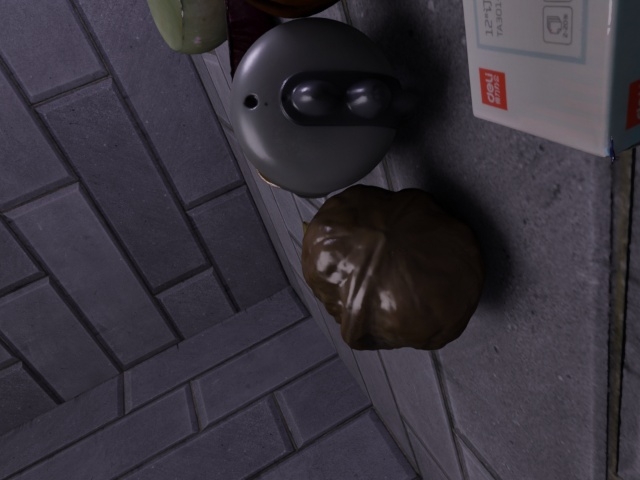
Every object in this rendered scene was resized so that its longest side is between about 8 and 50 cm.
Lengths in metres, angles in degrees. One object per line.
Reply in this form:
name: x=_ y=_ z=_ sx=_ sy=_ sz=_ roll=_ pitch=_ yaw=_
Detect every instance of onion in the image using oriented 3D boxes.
onion: x=-0.152 y=-0.462 z=1.031 sx=0.250 sy=0.111 sz=0.248 roll=-119 pitch=27 yaw=-80

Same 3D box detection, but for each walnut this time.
walnut: x=0.101 y=0.041 z=0.661 sx=0.273 sy=0.227 sz=0.273 roll=58 pitch=171 yaw=15

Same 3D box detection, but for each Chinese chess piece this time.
Chinese chess piece: x=-0.342 y=-0.656 z=1.160 sx=0.349 sy=0.146 sz=0.349 roll=45 pitch=148 yaw=38

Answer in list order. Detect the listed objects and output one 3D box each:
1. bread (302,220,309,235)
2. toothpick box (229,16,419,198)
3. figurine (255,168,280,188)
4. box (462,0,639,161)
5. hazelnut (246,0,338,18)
bread: x=0.000 y=0.000 z=1.508 sx=0.149 sy=0.065 sz=0.188 roll=95 pitch=151 yaw=-51
toothpick box: x=0.002 y=-0.163 z=0.618 sx=0.316 sy=0.229 sz=0.229 roll=-120 pitch=4 yaw=-83
figurine: x=-0.030 y=-0.212 z=0.877 sx=0.192 sy=0.167 sz=0.257 roll=-121 pitch=34 yaw=-42
box: x=0.151 y=-0.191 z=0.273 sx=0.135 sy=0.079 sz=0.269 roll=49 pitch=162 yaw=54
hazelnut: x=-0.038 y=-0.336 z=0.488 sx=0.208 sy=0.208 sz=0.208 roll=59 pitch=169 yaw=20
